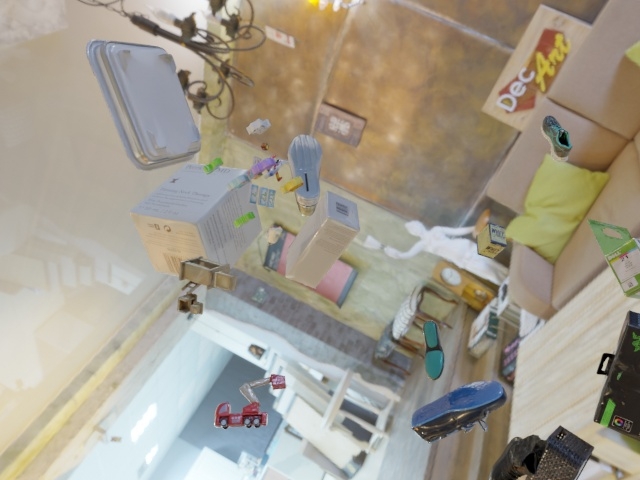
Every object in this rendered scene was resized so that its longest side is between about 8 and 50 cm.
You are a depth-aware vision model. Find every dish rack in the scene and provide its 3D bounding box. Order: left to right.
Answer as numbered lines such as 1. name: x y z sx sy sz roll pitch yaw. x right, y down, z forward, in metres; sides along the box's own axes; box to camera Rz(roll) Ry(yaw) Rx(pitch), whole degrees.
1. dish rack: -0.436 -0.365 1.190 0.285 0.073 0.332 -45 -59 -64

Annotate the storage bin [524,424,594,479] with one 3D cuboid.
1. storage bin: 0.559 0.549 1.067 0.122 0.084 0.180 0 -66 -46

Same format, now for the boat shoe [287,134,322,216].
1. boat shoe: -0.052 -0.207 1.393 0.094 0.109 0.302 104 169 -50

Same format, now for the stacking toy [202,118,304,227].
1. stacking toy: -0.159 -0.147 1.014 0.221 0.166 0.052 -30 -1 28

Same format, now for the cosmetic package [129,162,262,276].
1. cosmetic package: -0.500 -0.080 1.890 0.393 0.330 0.327 -59 -30 -45

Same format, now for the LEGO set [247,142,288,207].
1. LEGO set: -0.205 -0.256 1.790 0.182 0.060 0.244 7 -89 -62

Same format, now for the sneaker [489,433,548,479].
1. sneaker: 0.460 0.523 1.046 0.170 0.051 0.089 -59 3 -5

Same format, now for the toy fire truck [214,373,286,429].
1. toy fire truck: -0.191 0.442 1.239 0.047 0.192 0.135 95 173 -57

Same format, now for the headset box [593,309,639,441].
1. headset box: 0.756 0.313 0.958 0.131 0.283 0.246 -11 -64 -55

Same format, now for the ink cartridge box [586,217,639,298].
1. ink cartridge box: 0.875 0.032 1.229 0.097 0.189 0.255 125 146 -48

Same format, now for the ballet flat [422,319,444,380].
1. ballet flat: 0.409 0.393 1.606 0.068 0.072 0.213 41 -136 -53

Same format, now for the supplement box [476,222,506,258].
1. supplement box: 0.571 0.001 1.505 0.083 0.056 0.083 118 166 -52

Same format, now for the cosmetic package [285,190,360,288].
1. cosmetic package: 0.000 0.000 1.868 0.365 0.155 0.196 -55 22 35

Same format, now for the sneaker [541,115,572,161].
1. sneaker: 0.758 -0.336 1.427 0.076 0.065 0.166 78 -179 -69

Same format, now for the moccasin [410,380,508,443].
1. moccasin: 0.463 0.565 1.478 0.342 0.116 0.137 -34 8 31

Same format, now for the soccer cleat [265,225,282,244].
1. soccer cleat: -0.238 -0.025 2.322 0.196 0.068 0.076 151 113 -68

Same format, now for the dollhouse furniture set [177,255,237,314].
1. dollhouse furniture set: -0.311 0.148 1.311 0.101 0.182 0.160 -19 -60 -62
